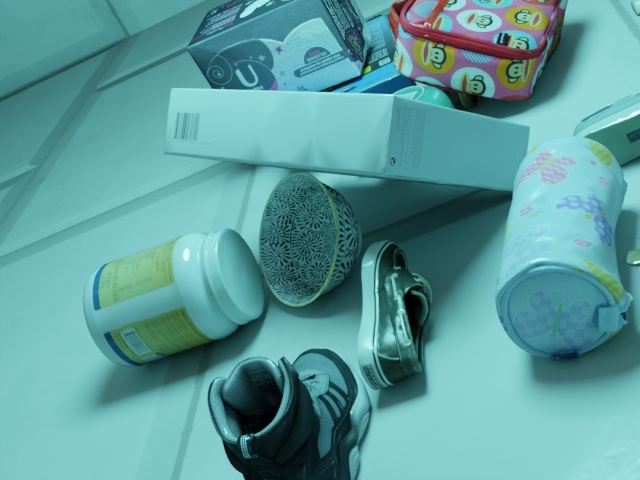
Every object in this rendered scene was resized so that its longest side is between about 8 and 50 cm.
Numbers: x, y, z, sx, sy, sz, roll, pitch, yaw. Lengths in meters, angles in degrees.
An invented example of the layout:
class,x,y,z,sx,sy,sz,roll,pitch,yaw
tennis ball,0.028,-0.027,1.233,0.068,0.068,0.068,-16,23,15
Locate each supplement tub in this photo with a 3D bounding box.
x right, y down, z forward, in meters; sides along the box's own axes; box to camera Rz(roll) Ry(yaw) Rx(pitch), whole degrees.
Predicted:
class,x,y,z,sx,sy,sz,roll,pitch,yaw
supplement tub,-0.188,0.072,1.302,0.200,0.144,0.144,-19,27,19

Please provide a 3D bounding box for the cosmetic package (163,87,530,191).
class,x,y,z,sx,sy,sz,roll,pitch,yaw
cosmetic package,0.030,-0.129,1.288,0.377,0.097,0.284,9,2,42

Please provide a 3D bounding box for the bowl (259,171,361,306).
class,x,y,z,sx,sy,sz,roll,pitch,yaw
bowl,0.000,0.000,1.284,0.080,0.170,0.170,3,5,-36

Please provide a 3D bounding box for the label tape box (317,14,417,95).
class,x,y,z,sx,sy,sz,roll,pitch,yaw
label tape box,0.038,-0.247,1.716,0.241,0.106,0.333,-24,26,11

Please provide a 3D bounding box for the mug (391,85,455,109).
class,x,y,z,sx,sy,sz,roll,pitch,yaw
mug,0.125,-0.159,1.470,0.158,0.097,0.129,-30,25,-3

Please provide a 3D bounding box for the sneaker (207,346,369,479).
class,x,y,z,sx,sy,sz,roll,pitch,yaw
sneaker,-0.027,0.155,0.972,0.101,0.153,0.268,-21,26,16

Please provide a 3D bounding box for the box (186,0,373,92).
class,x,y,z,sx,sy,sz,roll,pitch,yaw
box,-0.064,-0.321,1.643,0.247,0.163,0.142,-17,32,26

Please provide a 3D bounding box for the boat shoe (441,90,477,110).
class,x,y,z,sx,sy,sz,roll,pitch,yaw
boat shoe,0.218,-0.263,1.610,0.060,0.064,0.178,-15,31,23

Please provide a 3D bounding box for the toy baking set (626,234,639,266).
class,x,y,z,sx,sy,sz,roll,pitch,yaw
toy baking set,0.424,-0.021,0.968,0.256,0.030,0.197,-32,22,-30

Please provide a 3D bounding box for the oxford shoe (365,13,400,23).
class,x,y,z,sx,sy,sz,roll,pitch,yaw
oxford shoe,0.183,-0.417,1.941,0.227,0.082,0.096,-38,46,-19

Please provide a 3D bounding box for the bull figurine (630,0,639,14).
class,x,y,z,sx,sy,sz,roll,pitch,yaw
bull figurine,0.549,-0.455,1.592,0.188,0.101,0.310,-28,23,10

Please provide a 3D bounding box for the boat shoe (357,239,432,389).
class,x,y,z,sx,sy,sz,roll,pitch,yaw
boat shoe,0.089,0.074,1.106,0.070,0.077,0.219,-20,35,20

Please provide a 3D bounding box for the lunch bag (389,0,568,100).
class,x,y,z,sx,sy,sz,roll,pitch,yaw
lunch bag,0.234,-0.335,1.552,0.258,0.120,0.293,16,41,15

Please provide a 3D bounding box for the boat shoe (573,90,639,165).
class,x,y,z,sx,sy,sz,roll,pitch,yaw
boat shoe,0.406,-0.157,1.200,0.227,0.079,0.081,-21,30,23

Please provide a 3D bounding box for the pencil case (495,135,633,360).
class,x,y,z,sx,sy,sz,roll,pitch,yaw
pencil case,0.251,-0.002,1.030,0.124,0.113,0.273,-12,30,22
